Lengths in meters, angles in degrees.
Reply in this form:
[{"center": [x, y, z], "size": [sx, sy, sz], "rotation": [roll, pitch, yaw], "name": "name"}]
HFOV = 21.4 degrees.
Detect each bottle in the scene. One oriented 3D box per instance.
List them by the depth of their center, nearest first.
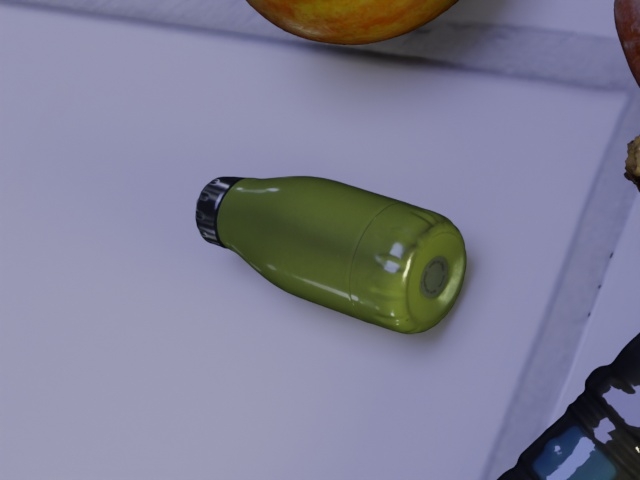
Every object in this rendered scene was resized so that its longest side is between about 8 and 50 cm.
[{"center": [0.000, 0.000, 1.519], "size": [0.260, 0.112, 0.112], "rotation": [18, 75, 36], "name": "bottle"}]

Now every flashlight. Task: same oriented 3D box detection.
[{"center": [0.174, 0.210, 1.322], "size": [0.424, 0.103, 0.103], "rotation": [-45, 51, 5], "name": "flashlight"}]

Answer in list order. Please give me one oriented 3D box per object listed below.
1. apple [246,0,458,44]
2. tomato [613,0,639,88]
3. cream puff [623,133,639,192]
[{"center": [0.042, -0.330, 1.568], "size": [0.301, 0.301, 0.301], "rotation": [-14, 59, 24], "name": "apple"}, {"center": [0.340, -0.211, 1.394], "size": [0.214, 0.181, 0.155], "rotation": [-28, 49, 10], "name": "tomato"}, {"center": [0.313, -0.060, 1.351], "size": [0.104, 0.133, 0.119], "rotation": [-33, 21, 50], "name": "cream puff"}]
